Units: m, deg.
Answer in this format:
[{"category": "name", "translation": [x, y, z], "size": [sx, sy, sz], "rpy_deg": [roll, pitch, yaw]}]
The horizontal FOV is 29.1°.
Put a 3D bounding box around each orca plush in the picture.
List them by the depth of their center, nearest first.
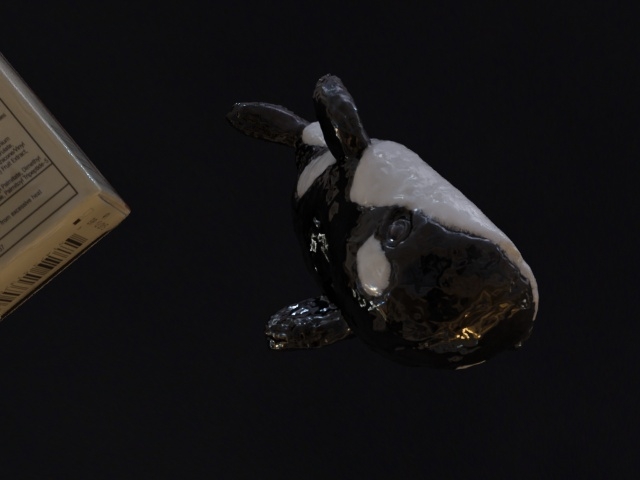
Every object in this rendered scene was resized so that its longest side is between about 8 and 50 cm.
[{"category": "orca plush", "translation": [0.000, 0.000, 0.583], "size": [0.102, 0.151, 0.287], "rpy_deg": [-38, -144, -2]}]

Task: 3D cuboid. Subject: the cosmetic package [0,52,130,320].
[{"category": "cosmetic package", "translation": [-0.287, -0.092, 0.853], "size": [0.153, 0.129, 0.296], "rpy_deg": [-39, -94, -3]}]
